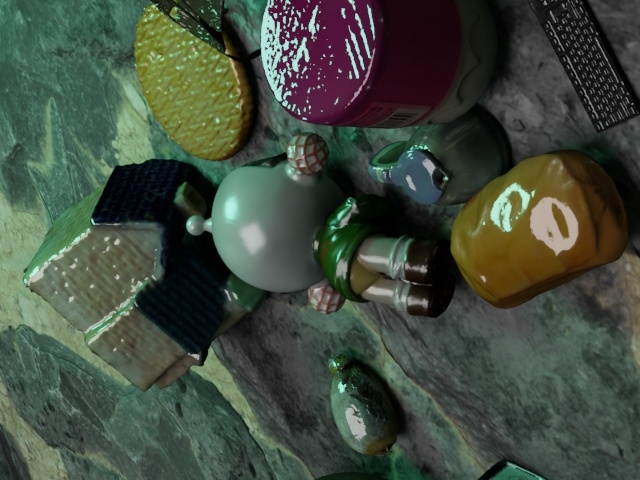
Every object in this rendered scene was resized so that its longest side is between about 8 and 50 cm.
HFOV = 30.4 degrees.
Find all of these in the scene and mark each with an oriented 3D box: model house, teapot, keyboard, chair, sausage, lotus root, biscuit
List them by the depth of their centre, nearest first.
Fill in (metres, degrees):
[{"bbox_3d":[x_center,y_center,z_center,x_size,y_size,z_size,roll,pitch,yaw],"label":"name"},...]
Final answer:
[{"bbox_3d":[0.252,-0.207,1.179,0.061,0.013,0.204,-25,94,54],"label":"keyboard"},{"bbox_3d":[0.228,-0.007,1.261,0.241,0.120,0.136,-42,65,55],"label":"sausage"},{"bbox_3d":[0.127,-0.097,1.331,0.149,0.108,0.111,37,137,29],"label":"teapot"},{"bbox_3d":[-0.153,-0.300,1.451,0.174,0.213,0.149,37,133,31],"label":"chair"},{"bbox_3d":[-0.181,-0.230,1.684,0.254,0.035,0.254,29,133,36],"label":"biscuit"},{"bbox_3d":[0.056,0.235,1.686,0.088,0.088,0.165,-40,72,55],"label":"lotus root"},{"bbox_3d":[-0.245,0.036,1.818,0.298,0.243,0.284,42,122,-19],"label":"model house"}]

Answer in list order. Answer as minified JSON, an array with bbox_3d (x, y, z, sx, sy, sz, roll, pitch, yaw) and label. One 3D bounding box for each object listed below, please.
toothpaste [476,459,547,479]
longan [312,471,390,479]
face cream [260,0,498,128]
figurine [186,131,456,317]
[{"bbox_3d":[0.328,0.377,1.454,0.313,0.071,0.089,21,131,41],"label":"toothpaste"},{"bbox_3d":[0.064,0.472,1.704,0.300,0.243,0.300,51,168,15],"label":"longan"},{"bbox_3d":[0.062,-0.204,1.224,0.175,0.195,0.175,4,95,44],"label":"face cream"},{"bbox_3d":[0.000,0.000,1.518,0.370,0.167,0.281,19,133,32],"label":"figurine"}]
